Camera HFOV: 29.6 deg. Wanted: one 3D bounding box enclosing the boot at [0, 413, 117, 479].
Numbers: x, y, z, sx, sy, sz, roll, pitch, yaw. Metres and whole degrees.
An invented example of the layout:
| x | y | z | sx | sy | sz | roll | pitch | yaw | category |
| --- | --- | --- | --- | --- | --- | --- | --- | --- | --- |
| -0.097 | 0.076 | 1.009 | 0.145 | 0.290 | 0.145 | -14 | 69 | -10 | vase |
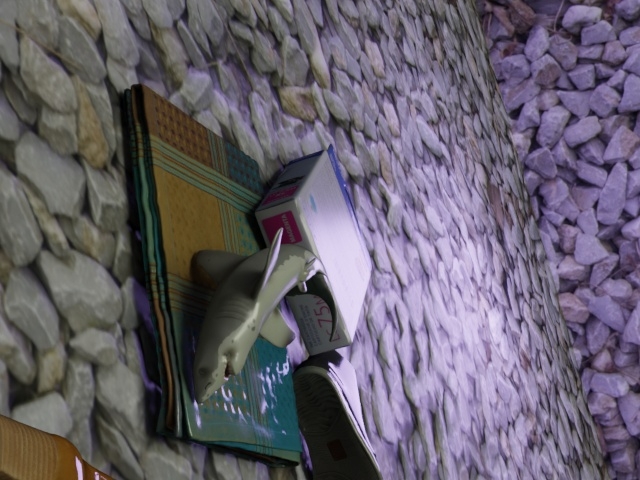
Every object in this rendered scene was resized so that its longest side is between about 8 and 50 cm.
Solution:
| x | y | z | sx | sy | sz | roll | pitch | yaw | category |
| --- | --- | --- | --- | --- | --- | --- | --- | --- | --- |
| -0.187 | 0.271 | 0.816 | 0.211 | 0.104 | 0.295 | 51 | 31 | -51 | boot |

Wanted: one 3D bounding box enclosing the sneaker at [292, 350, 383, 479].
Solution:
| x | y | z | sx | sy | sz | roll | pitch | yaw | category |
| --- | --- | --- | --- | --- | --- | --- | --- | --- | --- |
| 0.032 | 0.232 | 1.419 | 0.118 | 0.083 | 0.222 | -52 | 126 | -71 | sneaker |

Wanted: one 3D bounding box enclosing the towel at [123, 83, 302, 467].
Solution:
| x | y | z | sx | sy | sz | roll | pitch | yaw | category |
| --- | --- | --- | --- | --- | --- | --- | --- | --- | --- |
| -0.110 | 0.046 | 1.266 | 0.271 | 0.040 | 0.370 | 34 | 42 | -61 | towel |

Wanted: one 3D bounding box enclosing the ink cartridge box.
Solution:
| x | y | z | sx | sy | sz | roll | pitch | yaw | category |
| --- | --- | --- | --- | --- | --- | --- | --- | --- | --- |
| 0.000 | 0.000 | 1.501 | 0.311 | 0.065 | 0.185 | -61 | 133 | -70 | ink cartridge box |

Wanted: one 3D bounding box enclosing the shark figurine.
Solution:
| x | y | z | sx | sy | sz | roll | pitch | yaw | category |
| --- | --- | --- | --- | --- | --- | --- | --- | --- | --- |
| -0.063 | 0.037 | 1.209 | 0.278 | 0.116 | 0.166 | -27 | 132 | -62 | shark figurine |
